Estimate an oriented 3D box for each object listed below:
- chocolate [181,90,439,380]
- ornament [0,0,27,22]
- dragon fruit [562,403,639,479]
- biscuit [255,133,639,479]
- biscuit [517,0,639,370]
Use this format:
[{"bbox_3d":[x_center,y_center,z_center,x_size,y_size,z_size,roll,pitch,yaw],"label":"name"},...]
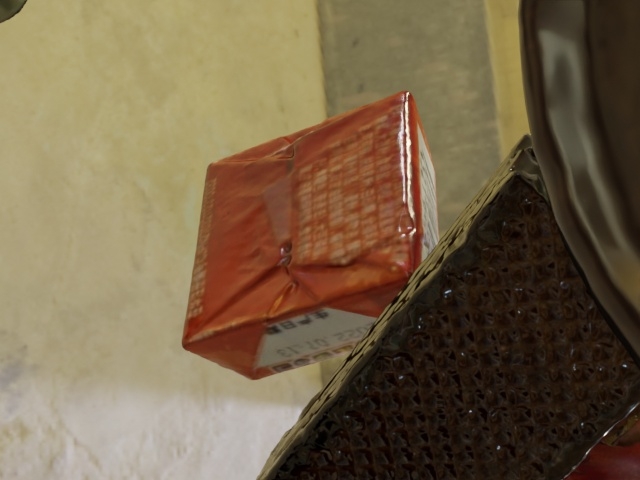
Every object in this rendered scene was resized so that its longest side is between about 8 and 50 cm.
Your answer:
[{"bbox_3d":[0.000,0.000,0.998,0.108,0.235,0.237,51,29,-42],"label":"chocolate"},{"bbox_3d":[-0.199,-0.124,0.440,0.081,0.075,0.156,-62,162,19],"label":"ornament"},{"bbox_3d":[0.222,0.085,0.822,0.301,0.295,0.295,-34,115,-27],"label":"dragon fruit"},{"bbox_3d":[0.069,0.070,0.497,0.106,0.252,0.070,36,28,-1],"label":"biscuit"},{"bbox_3d":[0.225,-0.082,0.265,0.091,0.407,0.407,-3,84,-47],"label":"biscuit"}]
